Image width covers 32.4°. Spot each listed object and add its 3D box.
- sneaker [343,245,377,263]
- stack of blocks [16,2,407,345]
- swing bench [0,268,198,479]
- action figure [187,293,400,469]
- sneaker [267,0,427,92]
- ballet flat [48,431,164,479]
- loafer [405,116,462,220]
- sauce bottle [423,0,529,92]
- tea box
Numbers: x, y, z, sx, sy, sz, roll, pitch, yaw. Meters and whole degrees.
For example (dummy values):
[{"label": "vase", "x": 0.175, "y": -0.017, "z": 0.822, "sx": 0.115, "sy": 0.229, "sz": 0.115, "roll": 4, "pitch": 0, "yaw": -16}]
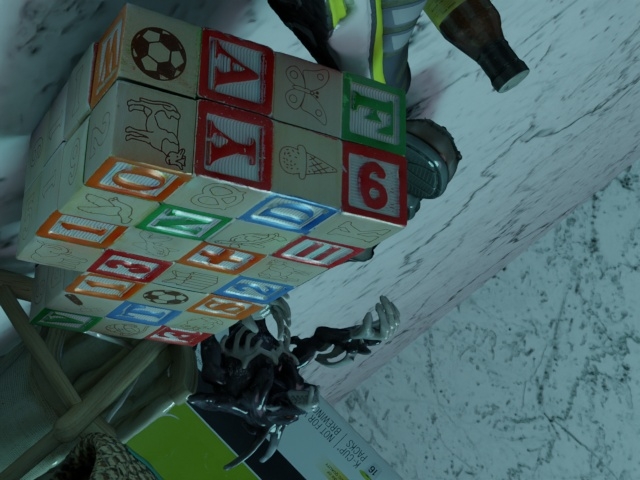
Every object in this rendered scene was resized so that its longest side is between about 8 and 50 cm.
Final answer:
[{"label": "sneaker", "x": 0.000, "y": 0.000, "z": 1.175, "sx": 0.106, "sy": 0.078, "sz": 0.234, "roll": -10, "pitch": -170, "yaw": 40}, {"label": "stack of blocks", "x": -0.097, "y": -0.018, "z": 0.692, "sx": 0.171, "sy": 0.087, "sz": 0.297, "roll": 12, "pitch": 156, "yaw": -26}, {"label": "swing bench", "x": -0.258, "y": 0.147, "z": 0.924, "sx": 0.253, "sy": 0.165, "sz": 0.255, "roll": -39, "pitch": 166, "yaw": 17}, {"label": "action figure", "x": -0.030, "y": 0.057, "z": 0.924, "sx": 0.141, "sy": 0.275, "sz": 0.164, "roll": -1, "pitch": 178, "yaw": 44}, {"label": "sneaker", "x": 0.036, "y": -0.159, "z": 0.650, "sx": 0.121, "sy": 0.111, "sz": 0.300, "roll": -38, "pitch": 170, "yaw": 0}, {"label": "ballet flat", "x": -0.307, "y": 0.286, "z": 0.708, "sx": 0.483, "sy": 0.182, "sz": 0.164, "roll": -34, "pitch": -159, "yaw": -14}, {"label": "loafer", "x": 0.099, "y": -0.092, "z": 1.161, "sx": 0.084, "sy": 0.096, "sz": 0.267, "roll": -52, "pitch": 178, "yaw": -11}, {"label": "sauce bottle", "x": 0.094, "y": -0.157, "z": 0.746, "sx": 0.042, "sy": 0.128, "sz": 0.042, "roll": -30, "pitch": 168, "yaw": -7}, {"label": "tea box", "x": -0.129, "y": 0.285, "z": 1.285, "sx": 0.323, "sy": 0.329, "sz": 0.220, "roll": -43, "pitch": 169, "yaw": -10}]
